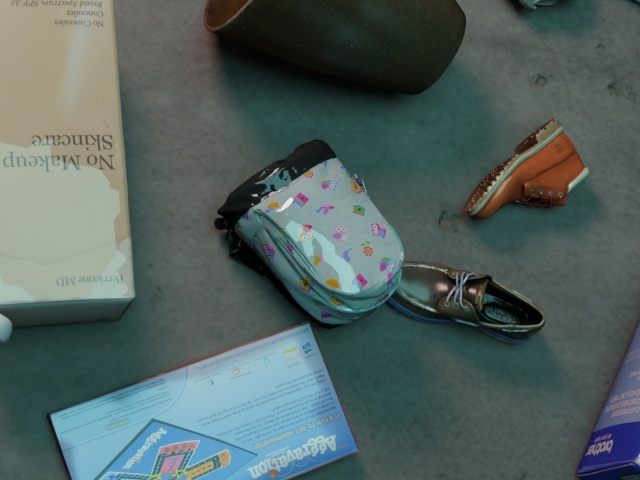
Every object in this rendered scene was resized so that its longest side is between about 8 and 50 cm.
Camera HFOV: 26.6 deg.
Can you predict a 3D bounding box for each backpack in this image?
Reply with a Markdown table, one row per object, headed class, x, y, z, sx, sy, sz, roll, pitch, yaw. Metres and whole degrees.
| class | x | y | z | sx | sy | sz | roll | pitch | yaw |
| --- | --- | --- | --- | --- | --- | --- | --- | --- | --- |
| backpack | 0.000 | 0.000 | 1.376 | 0.152 | 0.115 | 0.182 | -35 | 81 | -18 |

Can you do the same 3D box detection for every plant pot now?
| class | x | y | z | sx | sy | sz | roll | pitch | yaw |
| --- | --- | --- | --- | --- | --- | --- | --- | --- | --- |
| plant pot | 0.031 | -0.254 | 1.423 | 0.230 | 0.215 | 0.215 | 30 | 70 | -22 |

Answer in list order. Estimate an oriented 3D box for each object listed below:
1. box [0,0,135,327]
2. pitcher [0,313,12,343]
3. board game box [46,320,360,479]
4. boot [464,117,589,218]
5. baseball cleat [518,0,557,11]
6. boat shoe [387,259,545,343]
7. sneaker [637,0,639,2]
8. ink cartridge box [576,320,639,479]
| class | x | y | z | sx | sy | sz | roll | pitch | yaw |
| --- | --- | --- | --- | --- | --- | --- | --- | --- | --- |
| box | -0.267 | -0.077 | 1.320 | 0.148 | 0.121 | 0.311 | -4 | 77 | -17 |
| pitcher | -0.365 | 0.064 | 1.211 | 0.177 | 0.207 | 0.125 | 25 | 71 | -9 |
| board game box | -0.114 | 0.193 | 1.345 | 0.281 | 0.027 | 0.145 | -18 | 80 | -19 |
| boot | 0.231 | -0.060 | 1.493 | 0.158 | 0.059 | 0.084 | -39 | 94 | -22 |
| baseball cleat | 0.285 | -0.350 | 1.584 | 0.109 | 0.072 | 0.206 | 47 | 73 | -15 |
| boat shoe | 0.154 | 0.057 | 1.434 | 0.183 | 0.066 | 0.066 | 15 | 73 | -12 |
| sneaker | 0.399 | -0.311 | 1.595 | 0.170 | 0.071 | 0.068 | 16 | 73 | -12 |
| ink cartridge box | 0.458 | 0.189 | 1.442 | 0.270 | 0.151 | 0.395 | 30 | 69 | -6 |
